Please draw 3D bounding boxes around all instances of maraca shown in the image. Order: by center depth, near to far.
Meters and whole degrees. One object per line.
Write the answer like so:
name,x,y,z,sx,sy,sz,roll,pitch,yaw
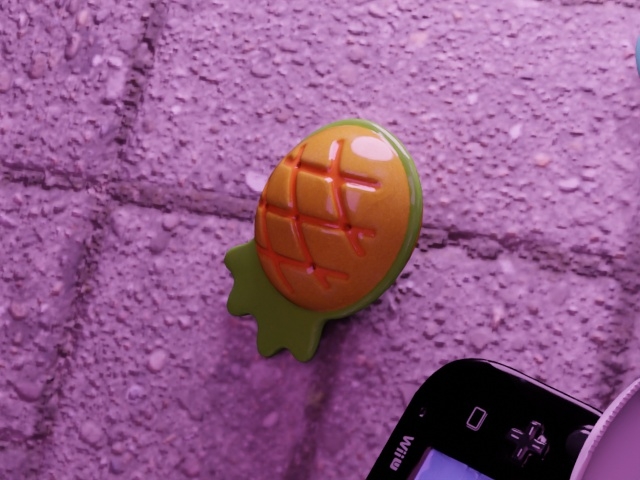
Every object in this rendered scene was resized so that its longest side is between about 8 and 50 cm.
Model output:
maraca,0.000,0.000,1.312,0.186,0.099,0.127,-51,57,23

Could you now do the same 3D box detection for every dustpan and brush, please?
dustpan and brush,0.246,0.098,1.187,0.147,0.060,0.211,21,73,-17

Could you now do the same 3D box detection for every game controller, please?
game controller,0.074,0.234,1.222,0.166,0.067,0.319,27,80,23

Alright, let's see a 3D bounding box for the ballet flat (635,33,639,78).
ballet flat,0.283,-0.067,1.253,0.083,0.087,0.247,-28,66,6
